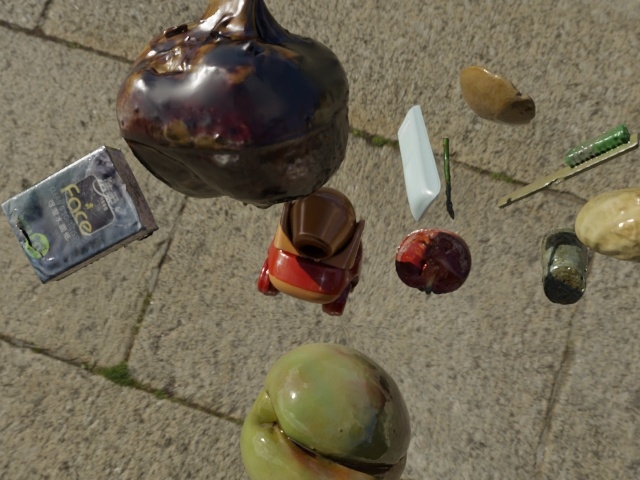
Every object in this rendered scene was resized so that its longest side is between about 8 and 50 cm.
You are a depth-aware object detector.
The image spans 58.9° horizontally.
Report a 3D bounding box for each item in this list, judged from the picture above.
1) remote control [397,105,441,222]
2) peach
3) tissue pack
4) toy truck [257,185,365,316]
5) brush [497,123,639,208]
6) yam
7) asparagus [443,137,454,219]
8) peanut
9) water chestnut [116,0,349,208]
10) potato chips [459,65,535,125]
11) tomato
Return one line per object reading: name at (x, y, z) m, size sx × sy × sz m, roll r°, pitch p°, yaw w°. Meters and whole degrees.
remote control at (0.217, -0.181, 1.304) m, size 0.051 × 0.103 × 0.294 m, roll 9°, pitch 51°, yaw -14°
peach at (0.015, 0.320, 0.961) m, size 0.292 × 0.247 × 0.293 m, roll -4°, pitch 99°, yaw -28°
tissue pack at (-0.437, -0.044, 1.035) m, size 0.235 × 0.073 × 0.174 m, roll -25°, pitch 90°, yaw 10°
toy truck at (0.000, 0.000, 1.090) m, size 0.188 × 0.265 × 0.239 m, roll 17°, pitch 109°, yaw 4°
brush at (0.458, -0.136, 1.080) m, size 0.048 × 0.282 × 0.054 m, roll 56°, pitch 43°, yaw -4°
yam at (0.525, 0.048, 1.222) m, size 0.107 × 0.107 × 0.183 m, roll 21°, pitch 41°, yaw 5°
asparagus at (0.233, -0.114, 1.040) m, size 0.016 × 0.016 × 0.163 m, roll 9°, pitch 70°, yaw -22°
peanut at (0.539, -0.040, 0.858) m, size 0.290 × 0.130 × 0.130 m, roll -21°, pitch 79°, yaw 40°
water chestnut at (-0.120, -0.220, 0.814) m, size 0.334 × 0.347 × 0.335 m, roll 3°, pitch 40°, yaw -2°
potato chips at (0.383, -0.308, 1.265) m, size 0.062 × 0.195 × 0.208 m, roll -50°, pitch 52°, yaw 3°
tomato at (0.246, 0.041, 1.202) m, size 0.159 × 0.091 × 0.139 m, roll 7°, pitch 101°, yaw 27°
